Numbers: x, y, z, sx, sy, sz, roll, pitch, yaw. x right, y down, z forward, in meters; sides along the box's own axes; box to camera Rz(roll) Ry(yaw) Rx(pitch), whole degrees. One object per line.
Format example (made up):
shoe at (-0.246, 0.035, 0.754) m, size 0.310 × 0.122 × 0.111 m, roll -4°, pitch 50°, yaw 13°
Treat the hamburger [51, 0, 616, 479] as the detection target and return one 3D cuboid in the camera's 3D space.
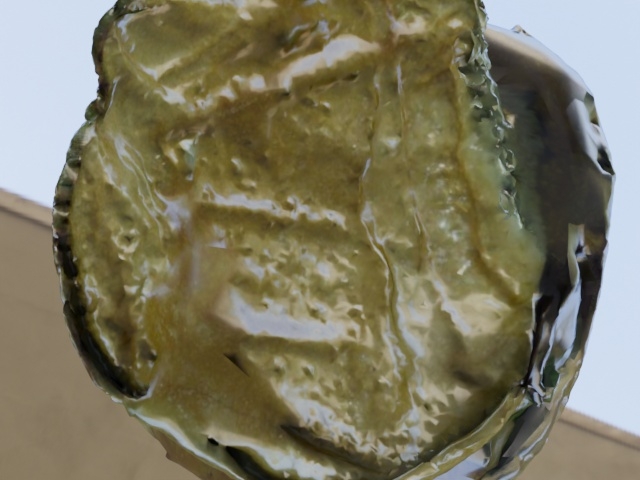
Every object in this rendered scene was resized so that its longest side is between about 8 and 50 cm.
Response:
hamburger at (0.002, -0.001, 0.463) m, size 0.265 × 0.134 × 0.285 m, roll 16°, pitch -87°, yaw 27°
